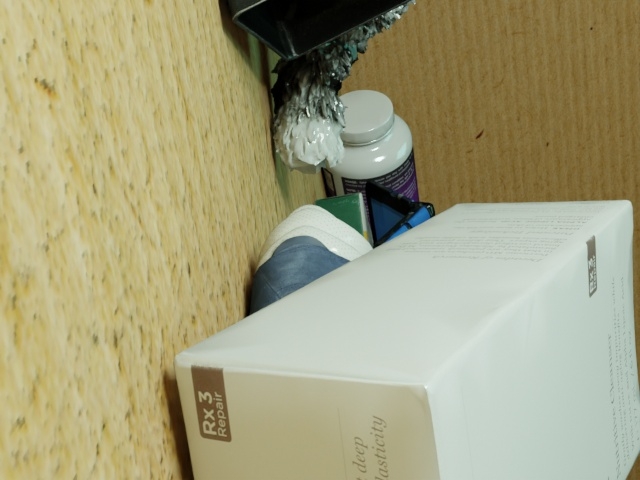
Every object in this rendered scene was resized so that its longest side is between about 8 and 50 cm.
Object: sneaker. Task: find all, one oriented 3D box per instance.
[{"bbox_3d":[0.025,0.117,0.790,0.323,0.130,0.236,68,19,-47],"label":"sneaker"}]

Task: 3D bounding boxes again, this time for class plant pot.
[{"bbox_3d":[-0.006,-0.302,0.844,0.167,0.188,0.187,66,13,7],"label":"plant pot"}]

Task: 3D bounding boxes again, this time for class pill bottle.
[{"bbox_3d":[0.098,-0.130,1.734,0.323,0.181,0.182,77,7,-46],"label":"pill bottle"}]

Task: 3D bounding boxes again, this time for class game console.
[{"bbox_3d":[0.104,0.084,1.413,0.250,0.173,0.293,-39,126,-47],"label":"game console"}]

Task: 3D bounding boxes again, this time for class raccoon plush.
[{"bbox_3d":[0.001,-0.339,0.976,0.299,0.216,0.447,59,22,-57],"label":"raccoon plush"}]

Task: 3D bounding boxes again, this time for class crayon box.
[{"bbox_3d":[0.057,0.109,1.460,0.203,0.083,0.323,66,16,-71],"label":"crayon box"}]

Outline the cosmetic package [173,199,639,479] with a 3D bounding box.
[{"bbox_3d":[0.092,0.113,0.579,0.385,0.156,0.217,-29,115,-56],"label":"cosmetic package"}]
